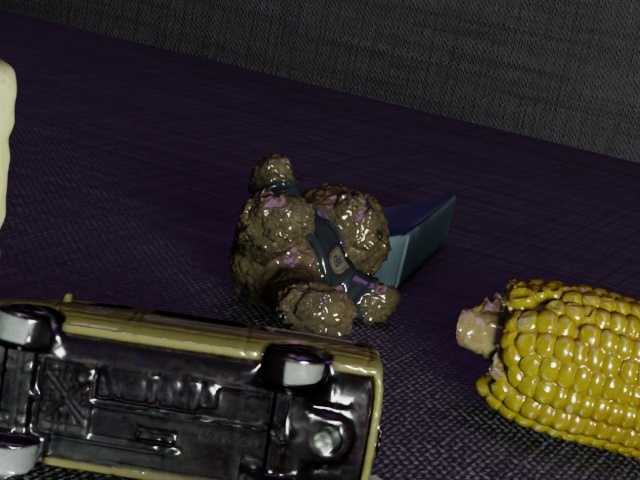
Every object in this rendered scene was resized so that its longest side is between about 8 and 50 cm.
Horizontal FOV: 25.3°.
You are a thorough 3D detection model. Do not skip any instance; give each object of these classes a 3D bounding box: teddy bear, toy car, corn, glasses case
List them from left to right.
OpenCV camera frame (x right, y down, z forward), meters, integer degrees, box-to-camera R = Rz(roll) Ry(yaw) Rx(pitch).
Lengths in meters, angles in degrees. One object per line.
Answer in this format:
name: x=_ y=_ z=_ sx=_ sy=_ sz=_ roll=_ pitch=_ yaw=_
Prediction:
toy car: x=-0.091 y=0.093 z=0.873 sx=0.256 sy=0.101 sz=0.124 roll=9 pitch=8 yaw=-1
teddy bear: x=-0.018 y=0.008 z=1.272 sx=0.129 sy=0.182 sz=0.251 roll=-24 pitch=1 yaw=23
glasses case: x=0.078 y=0.004 z=1.535 sx=0.105 sy=0.056 sz=0.266 roll=-11 pitch=7 yaw=17
corn: x=0.257 y=0.108 z=1.057 sx=0.322 sy=0.119 sz=0.119 roll=13 pitch=13 yaw=7

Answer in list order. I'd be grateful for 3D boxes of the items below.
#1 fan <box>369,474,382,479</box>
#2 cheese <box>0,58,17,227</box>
fan: x=0.050 y=0.170 z=0.861 sx=0.329 sy=0.009 sz=0.191 roll=3 pitch=13 yaw=-18
cheese: x=-0.275 y=0.029 z=0.641 sx=0.242 sy=0.265 sz=0.124 roll=-3 pitch=19 yaw=-45
